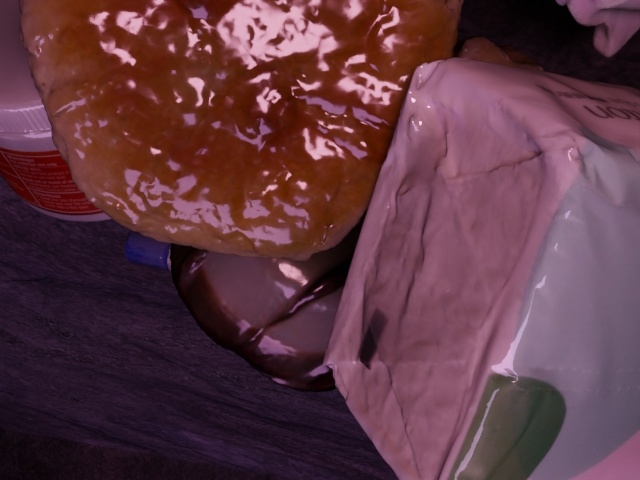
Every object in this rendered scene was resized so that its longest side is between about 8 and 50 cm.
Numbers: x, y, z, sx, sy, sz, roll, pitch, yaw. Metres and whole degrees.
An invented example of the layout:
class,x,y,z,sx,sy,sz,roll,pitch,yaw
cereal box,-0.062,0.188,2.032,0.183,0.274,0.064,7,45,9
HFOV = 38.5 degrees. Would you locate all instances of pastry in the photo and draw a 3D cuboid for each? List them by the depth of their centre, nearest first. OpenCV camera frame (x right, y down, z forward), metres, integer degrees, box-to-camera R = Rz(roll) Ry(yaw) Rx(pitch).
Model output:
class,x,y,z,sx,sy,sz,roll,pitch,yaw
pastry,-0.057,-0.145,0.657,0.330,0.329,0.136,19,-166,-7

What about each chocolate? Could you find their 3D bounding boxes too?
class,x,y,z,sx,sy,sz,roll,pitch,yaw
chocolate,0.000,0.000,0.962,0.284,0.283,0.186,26,134,-20

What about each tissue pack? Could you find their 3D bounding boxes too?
class,x,y,z,sx,sy,sz,roll,pitch,yaw
tissue pack,0.208,0.033,0.651,0.357,0.266,0.194,2,-152,-31

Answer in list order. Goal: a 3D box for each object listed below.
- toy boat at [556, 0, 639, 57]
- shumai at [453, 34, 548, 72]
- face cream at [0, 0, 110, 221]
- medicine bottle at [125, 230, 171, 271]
class,x,y,z,sx,sy,sz,roll,pitch,yaw
toy boat,0.166,-0.228,0.512,0.100,0.199,0.290,44,175,31
shumai,0.145,-0.089,0.798,0.206,0.166,0.175,-35,120,27
face cream,-0.225,-0.142,0.831,0.201,0.201,0.187,9,153,13
medicine bottle,-0.157,0.025,1.289,0.231,0.059,0.059,11,154,8
